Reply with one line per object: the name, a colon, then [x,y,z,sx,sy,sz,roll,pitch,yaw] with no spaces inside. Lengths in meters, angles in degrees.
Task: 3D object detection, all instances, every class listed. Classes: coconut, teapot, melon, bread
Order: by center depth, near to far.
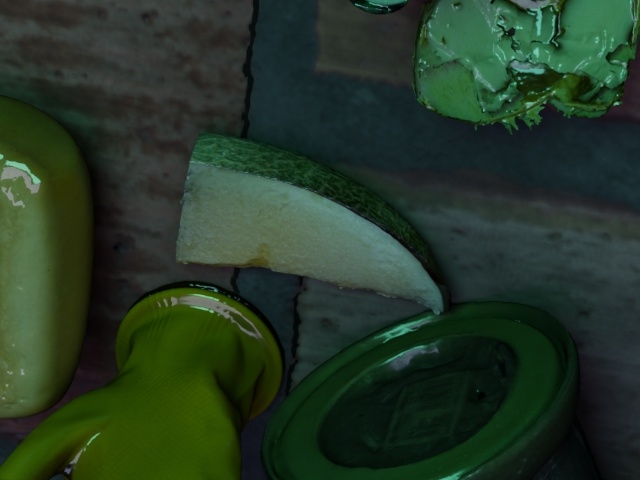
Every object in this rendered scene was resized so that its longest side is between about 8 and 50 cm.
coconut: [0.121,-0.129,0.830,0.133,0.055,0.158,40,117,-7]
melon: [-0.001,-0.007,0.929,0.182,0.054,0.098,11,124,6]
teapot: [0.094,0.236,0.956,0.270,0.200,0.337,-14,115,23]
bread: [-0.214,0.007,0.956,0.147,0.098,0.217,18,122,11]

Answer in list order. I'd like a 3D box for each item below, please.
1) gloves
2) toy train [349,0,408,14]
gloves: [-0.110,0.147,0.893,0.133,0.294,0.116,-24,111,24]
toy train: [-0.001,-0.206,0.793,0.200,0.083,0.132,16,120,13]
